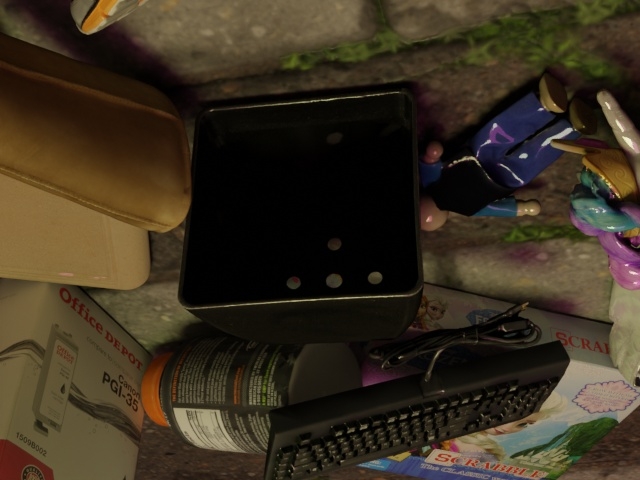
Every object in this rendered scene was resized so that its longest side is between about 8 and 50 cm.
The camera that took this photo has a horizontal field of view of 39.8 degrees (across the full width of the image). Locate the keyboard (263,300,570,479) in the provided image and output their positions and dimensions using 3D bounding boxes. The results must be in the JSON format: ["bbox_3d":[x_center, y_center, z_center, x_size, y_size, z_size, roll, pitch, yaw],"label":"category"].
[{"bbox_3d":[0.102,0.149,0.847,0.317,0.033,0.201,-11,136,-20],"label":"keyboard"}]

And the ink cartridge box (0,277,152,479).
[{"bbox_3d":[-0.294,0.197,0.931,0.117,0.283,0.207,-17,135,18],"label":"ink cartridge box"}]

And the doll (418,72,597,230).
[{"bbox_3d":[0.149,-0.061,0.772,0.129,0.046,0.189,30,133,-26],"label":"doll"}]

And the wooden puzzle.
[{"bbox_3d":[-0.287,-0.038,0.845,0.238,0.044,0.221,2,139,-5],"label":"wooden puzzle"}]

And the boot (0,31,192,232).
[{"bbox_3d":[-0.227,-0.136,0.652,0.089,0.236,0.269,-22,157,36],"label":"boot"}]

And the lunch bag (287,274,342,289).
[{"bbox_3d":[-0.019,0.064,0.928,0.071,0.053,0.083,17,147,-12],"label":"lunch bag"}]

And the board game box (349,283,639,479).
[{"bbox_3d":[0.177,0.189,1.045,0.318,0.066,0.318,12,139,-9],"label":"board game box"}]

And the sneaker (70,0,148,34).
[{"bbox_3d":[-0.125,-0.224,0.592,0.083,0.084,0.215,42,134,-5],"label":"sneaker"}]

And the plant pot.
[{"bbox_3d":[0.000,0.000,0.766,0.188,0.187,0.167,-5,152,10],"label":"plant pot"}]

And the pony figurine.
[{"bbox_3d":[0.369,0.037,0.730,0.363,0.303,0.351,-3,116,3],"label":"pony figurine"}]

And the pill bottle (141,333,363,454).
[{"bbox_3d":[-0.086,0.167,0.973,0.245,0.130,0.130,-5,142,37],"label":"pill bottle"}]
